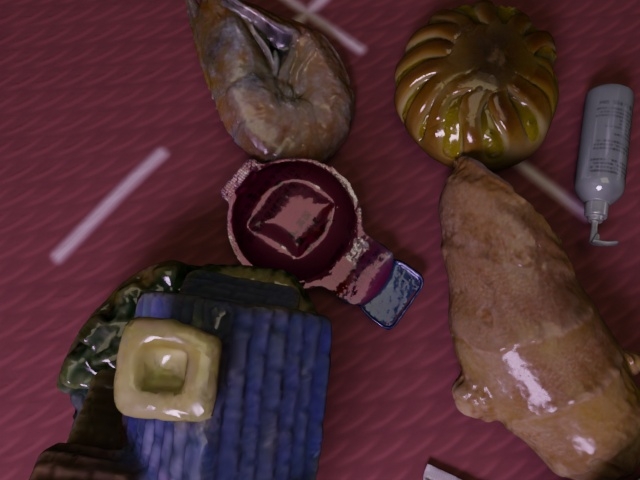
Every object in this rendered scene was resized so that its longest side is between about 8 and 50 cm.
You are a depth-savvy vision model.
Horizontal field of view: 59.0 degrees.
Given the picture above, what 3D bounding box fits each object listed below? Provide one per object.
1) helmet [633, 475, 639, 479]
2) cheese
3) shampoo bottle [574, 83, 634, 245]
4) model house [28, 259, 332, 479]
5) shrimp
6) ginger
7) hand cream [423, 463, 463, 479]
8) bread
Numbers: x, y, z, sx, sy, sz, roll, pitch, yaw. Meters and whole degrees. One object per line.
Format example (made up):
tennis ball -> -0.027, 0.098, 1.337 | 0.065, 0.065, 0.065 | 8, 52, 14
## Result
helmet -> 0.300, 0.326, 0.488 | 0.231, 0.160, 0.278 | 3, 78, 5
cheese -> 0.000, 0.000, 0.628 | 0.244, 0.062, 0.155 | 36, 80, 2
shampoo bottle -> 0.328, -0.086, 0.661 | 0.056, 0.056, 0.195 | 14, 74, 3
model house -> -0.127, 0.164, 0.458 | 0.261, 0.266, 0.321 | 8, 83, -1
shrimp -> -0.065, -0.231, 0.692 | 0.168, 0.077, 0.317 | -18, 80, -16
ginger -> 0.208, 0.071, 0.584 | 0.190, 0.126, 0.353 | -16, 72, 5
hand cream -> 0.120, 0.355, 0.531 | 0.133, 0.083, 0.247 | 26, 65, 5
bread -> 0.185, -0.188, 0.664 | 0.214, 0.104, 0.213 | -1, 75, 2
